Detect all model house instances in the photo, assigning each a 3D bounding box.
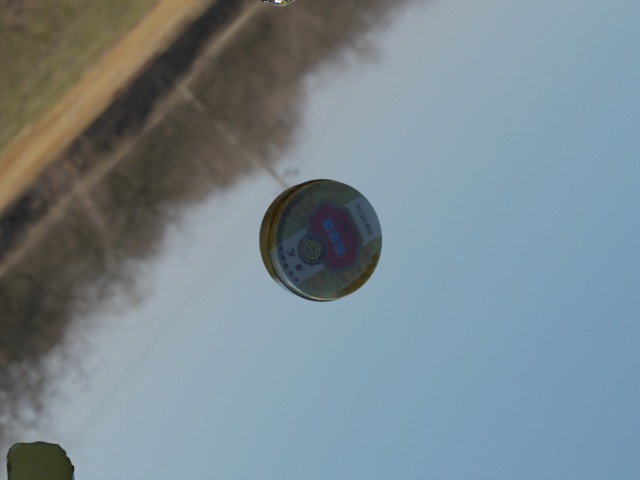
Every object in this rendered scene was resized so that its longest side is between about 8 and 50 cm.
[{"bbox_3d":[-0.266,0.243,1.781,0.078,0.066,0.083,-115,-148,-52],"label":"model house"}]

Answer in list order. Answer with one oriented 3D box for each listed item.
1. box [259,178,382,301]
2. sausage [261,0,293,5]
[{"bbox_3d":[0.000,0.000,1.630,0.105,0.105,0.037,-46,-163,-17],"label":"box"},{"bbox_3d":[0.030,-0.225,1.398,0.198,0.025,0.028,-31,159,28],"label":"sausage"}]
